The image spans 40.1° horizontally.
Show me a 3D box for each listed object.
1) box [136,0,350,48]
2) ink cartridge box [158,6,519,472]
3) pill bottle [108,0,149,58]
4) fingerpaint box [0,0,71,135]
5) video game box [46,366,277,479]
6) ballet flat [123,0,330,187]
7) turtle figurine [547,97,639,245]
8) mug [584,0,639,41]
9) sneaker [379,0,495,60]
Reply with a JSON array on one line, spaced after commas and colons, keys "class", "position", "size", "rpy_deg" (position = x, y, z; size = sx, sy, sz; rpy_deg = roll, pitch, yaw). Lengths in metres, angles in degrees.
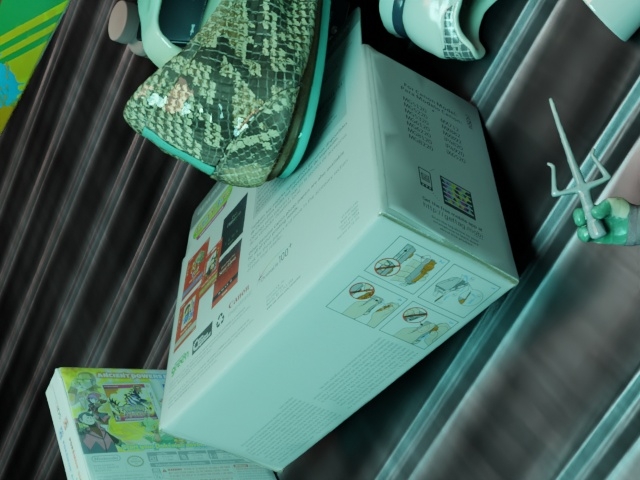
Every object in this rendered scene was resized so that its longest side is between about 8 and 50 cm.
[{"class": "box", "position": [-0.082, -0.226, 0.903], "size": [0.156, 0.158, 0.093], "rpy_deg": [21, 99, 54]}, {"class": "ink cartridge box", "position": [0.000, 0.000, 0.762], "size": [0.309, 0.130, 0.271], "rpy_deg": [-45, 31, 36]}, {"class": "pill bottle", "position": [-0.198, -0.257, 1.090], "size": [0.067, 0.120, 0.067], "rpy_deg": [-15, 71, 49]}, {"class": "fingerpaint box", "position": [-0.266, -0.359, 0.734], "size": [0.371, 0.163, 0.444], "rpy_deg": [-45, 37, 39]}, {"class": "video game box", "position": [-0.152, 0.210, 0.870], "size": [0.048, 0.205, 0.187], "rpy_deg": [-55, 45, 30]}, {"class": "ballet flat", "position": [-0.047, -0.277, 0.746], "size": [0.164, 0.182, 0.482], "rpy_deg": [139, 150, -63]}, {"class": "turtle figurine", "position": [0.247, -0.034, 0.500], "size": [0.234, 0.118, 0.175], "rpy_deg": [58, 146, 19]}, {"class": "mug", "position": [0.215, -0.190, 0.619], "size": [0.064, 0.062, 0.078], "rpy_deg": [-43, 58, 27]}, {"class": "sneaker", "position": [0.137, -0.266, 0.724], "size": [0.095, 0.090, 0.235], "rpy_deg": [32, 112, 36]}]
